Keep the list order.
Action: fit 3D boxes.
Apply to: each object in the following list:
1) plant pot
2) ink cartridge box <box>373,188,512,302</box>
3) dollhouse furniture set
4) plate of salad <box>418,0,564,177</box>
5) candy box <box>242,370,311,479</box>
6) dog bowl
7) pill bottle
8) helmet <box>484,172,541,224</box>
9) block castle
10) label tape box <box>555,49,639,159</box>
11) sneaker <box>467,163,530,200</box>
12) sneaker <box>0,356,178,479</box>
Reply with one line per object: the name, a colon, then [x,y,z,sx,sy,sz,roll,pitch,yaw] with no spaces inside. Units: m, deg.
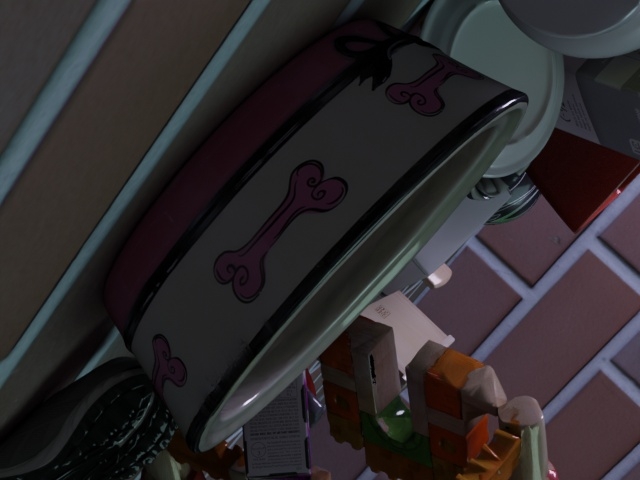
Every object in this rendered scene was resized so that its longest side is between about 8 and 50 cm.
plant pot: [0.342,-0.204,2.081,0.267,0.236,0.267,-50,171,23]
ink cartridge box: [0.087,-0.012,1.977,0.172,0.100,0.237,-42,-173,-32]
dollhouse furniture set: [0.045,0.173,2.511,0.286,0.198,0.303,-35,167,-47]
plate of salad: [0.158,-0.160,1.619,0.200,0.200,0.048,-42,-153,-30]
candy box: [-0.051,0.138,1.778,0.071,0.233,0.159,-3,168,-1]
dog bowl: [-0.015,-0.016,1.428,0.408,0.150,0.408,-45,172,-9]
pill bottle: [0.256,-0.260,1.506,0.188,0.188,0.334,-50,171,20]
helmet: [0.231,-0.100,2.362,0.161,0.169,0.169,-63,173,-4]
block castle: [0.031,0.274,1.986,0.303,0.453,0.212,-43,138,-36]
label tape box: [0.307,-0.239,1.804,0.249,0.348,0.115,-43,133,-17]
sneaker: [0.148,-0.118,1.750,0.086,0.163,0.226,-51,173,18]
sneaker: [-0.246,0.205,1.515,0.271,0.100,0.108,-37,-156,-5]
